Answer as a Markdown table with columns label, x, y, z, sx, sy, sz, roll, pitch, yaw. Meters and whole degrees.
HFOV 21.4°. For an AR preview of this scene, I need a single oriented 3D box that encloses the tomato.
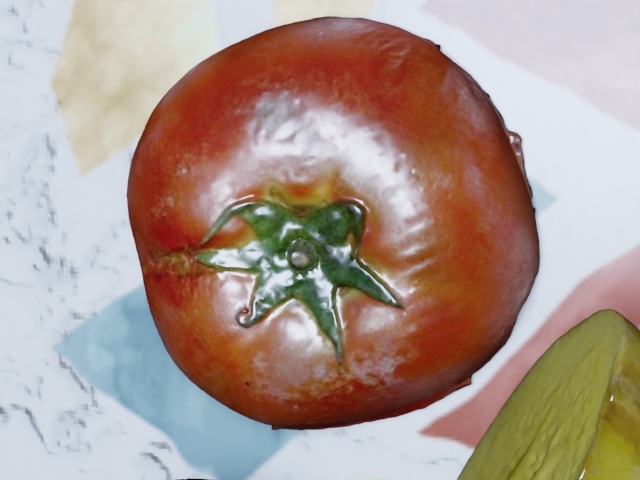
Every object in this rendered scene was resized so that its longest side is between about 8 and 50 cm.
| label | x | y | z | sx | sy | sz | roll | pitch | yaw |
| --- | --- | --- | --- | --- | --- | --- | --- | --- | --- |
| tomato | 0.000 | -0.002 | 0.859 | 0.225 | 0.085 | 0.225 | 1 | 96 | 9 |

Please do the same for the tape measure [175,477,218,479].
| label | x | y | z | sx | sy | sz | roll | pitch | yaw |
| --- | --- | --- | --- | --- | --- | --- | --- | --- | --- |
| tape measure | -0.063 | 0.226 | 0.835 | 0.135 | 0.202 | 0.222 | 18 | 104 | 7 |

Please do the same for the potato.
| label | x | y | z | sx | sy | sz | roll | pitch | yaw |
| --- | --- | --- | --- | --- | --- | --- | --- | --- | --- |
| potato | 0.148 | 0.151 | 0.807 | 0.158 | 0.178 | 0.203 | 26 | 86 | -8 |
